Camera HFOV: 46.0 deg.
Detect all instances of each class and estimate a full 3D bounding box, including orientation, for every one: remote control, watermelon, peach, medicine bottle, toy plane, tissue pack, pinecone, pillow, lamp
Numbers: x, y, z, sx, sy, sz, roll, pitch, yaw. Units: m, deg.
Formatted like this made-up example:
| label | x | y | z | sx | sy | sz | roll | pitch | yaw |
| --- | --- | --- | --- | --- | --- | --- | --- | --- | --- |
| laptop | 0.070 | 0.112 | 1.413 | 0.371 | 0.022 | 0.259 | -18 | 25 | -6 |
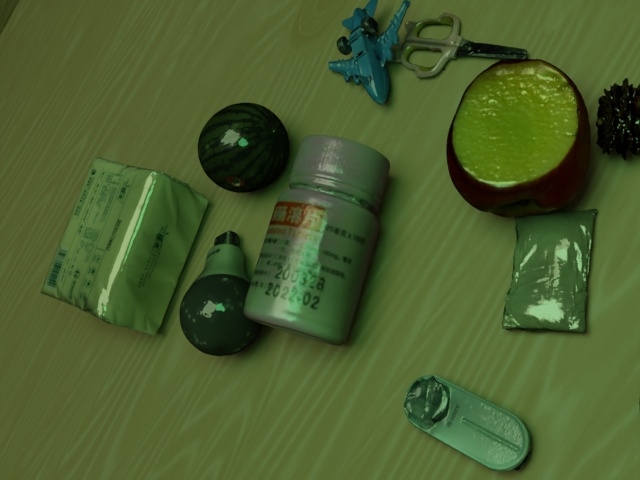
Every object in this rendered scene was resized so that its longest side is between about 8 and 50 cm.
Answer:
| label | x | y | z | sx | sy | sz | roll | pitch | yaw |
| --- | --- | --- | --- | --- | --- | --- | --- | --- | --- |
| remote control | 0.257 | 0.321 | 1.333 | 0.247 | 0.052 | 0.104 | 24 | 86 | 38 |
| watermelon | -0.174 | -0.213 | 1.734 | 0.212 | 0.212 | 0.212 | -13 | 66 | 30 |
| peach | 0.345 | -0.182 | 1.344 | 0.248 | 0.245 | 0.275 | 8 | 83 | -6 |
| medicine bottle | 0.000 | 0.000 | 1.523 | 0.219 | 0.219 | 0.389 | 11 | 80 | 37 |
| toy plane | 0.106 | -0.421 | 1.680 | 0.254 | 0.105 | 0.271 | -31 | 50 | 39 |
| tissue pack | -0.482 | 0.011 | 1.856 | 0.297 | 0.207 | 0.381 | 16 | 82 | 39 |
| pinecone | 0.537 | -0.208 | 1.295 | 0.120 | 0.140 | 0.140 | 5 | 74 | 9 |
| pillow | 0.404 | 0.051 | 1.337 | 0.148 | 0.050 | 0.230 | 2 | 74 | 28 |
| lamp | -0.233 | 0.118 | 1.682 | 0.182 | 0.182 | 0.314 | -41 | 41 | 15 |

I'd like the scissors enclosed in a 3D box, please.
| label | x | y | z | sx | sy | sz | roll | pitch | yaw |
| --- | --- | --- | --- | --- | --- | --- | --- | --- | --- |
| scissors | 0.293 | -0.406 | 1.597 | 0.317 | 0.024 | 0.160 | 20 | 83 | 38 |
